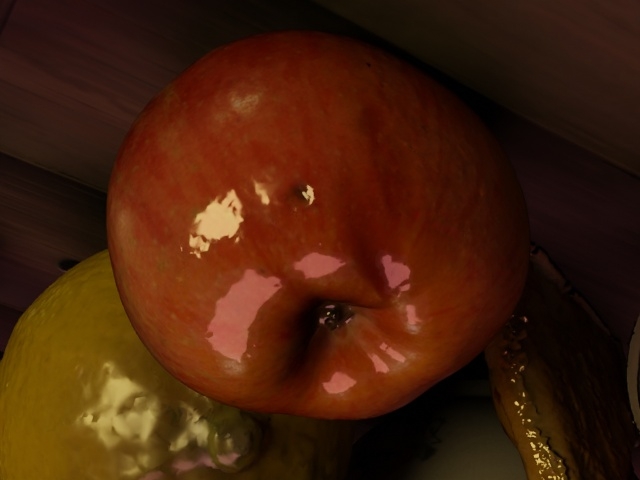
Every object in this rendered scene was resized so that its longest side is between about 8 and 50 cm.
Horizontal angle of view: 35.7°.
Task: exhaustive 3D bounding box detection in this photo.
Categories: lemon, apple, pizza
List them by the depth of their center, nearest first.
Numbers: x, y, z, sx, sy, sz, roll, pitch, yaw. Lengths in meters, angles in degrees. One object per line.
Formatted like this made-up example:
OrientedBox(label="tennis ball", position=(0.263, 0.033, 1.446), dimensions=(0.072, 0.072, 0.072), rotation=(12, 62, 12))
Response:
OrientedBox(label="apple", position=(0.000, 0.000, 0.503), dimensions=(0.209, 0.164, 0.209), rotation=(-8, 128, -10))
OrientedBox(label="pizza", position=(0.153, 0.121, 0.671), dimensions=(0.080, 0.204, 0.188), rotation=(-23, 144, 28))
OrientedBox(label="lemon", position=(-0.105, 0.122, 0.686), dimensions=(0.245, 0.245, 0.320), rotation=(21, 166, -19))

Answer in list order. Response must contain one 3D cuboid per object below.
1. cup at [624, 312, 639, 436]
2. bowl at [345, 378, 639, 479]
OrientedBox(label="cup", position=(0.326, 0.126, 0.654), dimensions=(0.203, 0.203, 0.288), rotation=(-6, 152, 26))
OrientedBox(label="bowl", position=(0.149, 0.221, 0.876), dimensions=(0.345, 0.157, 0.345), rotation=(8, 150, 5))
